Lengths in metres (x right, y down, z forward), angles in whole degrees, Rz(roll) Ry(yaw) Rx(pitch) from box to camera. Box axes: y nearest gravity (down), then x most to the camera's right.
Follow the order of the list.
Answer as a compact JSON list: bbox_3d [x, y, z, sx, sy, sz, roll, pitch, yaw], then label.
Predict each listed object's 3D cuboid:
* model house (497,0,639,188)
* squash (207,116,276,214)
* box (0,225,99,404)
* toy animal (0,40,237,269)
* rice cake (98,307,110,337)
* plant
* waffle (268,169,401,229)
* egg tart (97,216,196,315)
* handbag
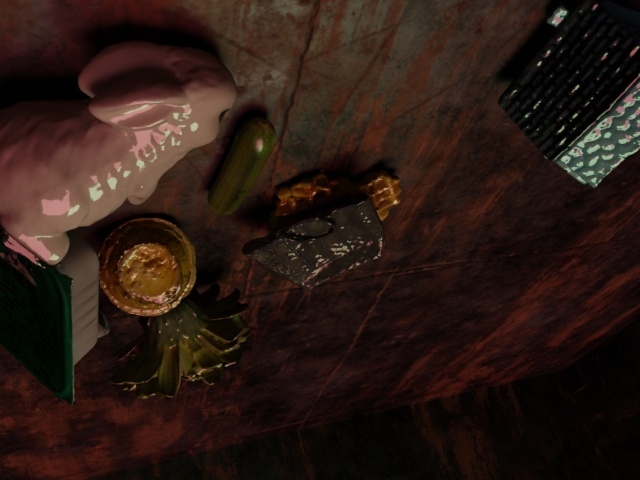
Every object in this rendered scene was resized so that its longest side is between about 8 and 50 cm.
[{"bbox_3d":[0.432,-0.262,1.102,0.241,0.226,0.261,30,134,-6],"label":"model house"},{"bbox_3d":[-0.132,-0.121,1.113,0.066,0.066,0.229,0,148,-30],"label":"squash"},{"bbox_3d":[-0.450,0.080,1.086,0.106,0.264,0.336,-36,153,-45],"label":"box"},{"bbox_3d":[-0.283,-0.141,0.878,0.357,0.194,0.258,-34,146,6],"label":"toy animal"},{"bbox_3d":[-0.499,0.126,1.345,0.066,0.063,0.336,-11,152,-6],"label":"rice cake"},{"bbox_3d":[-0.269,0.165,1.359,0.261,0.306,0.297,17,115,-6],"label":"plant"},{"bbox_3d":[0.026,-0.068,1.309,0.253,0.056,0.249,14,139,-43],"label":"waffle"},{"bbox_3d":[-0.312,0.051,1.210,0.191,0.191,0.074,-11,-166,-14],"label":"egg tart"},{"bbox_3d":[0.000,0.000,1.285,0.270,0.088,0.175,-24,145,18],"label":"handbag"}]
